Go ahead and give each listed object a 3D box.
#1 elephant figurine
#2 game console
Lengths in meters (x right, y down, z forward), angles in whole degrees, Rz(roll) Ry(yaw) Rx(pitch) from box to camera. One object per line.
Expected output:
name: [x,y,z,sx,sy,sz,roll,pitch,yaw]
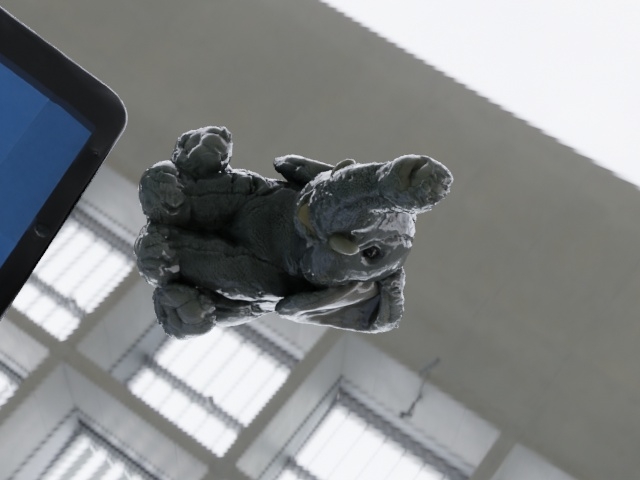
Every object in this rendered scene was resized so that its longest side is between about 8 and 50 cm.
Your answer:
elephant figurine: [0.000,0.000,0.944,0.239,0.169,0.186,-3,-157,18]
game console: [-0.256,-0.104,0.816,0.173,0.250,0.293,15,-132,9]
